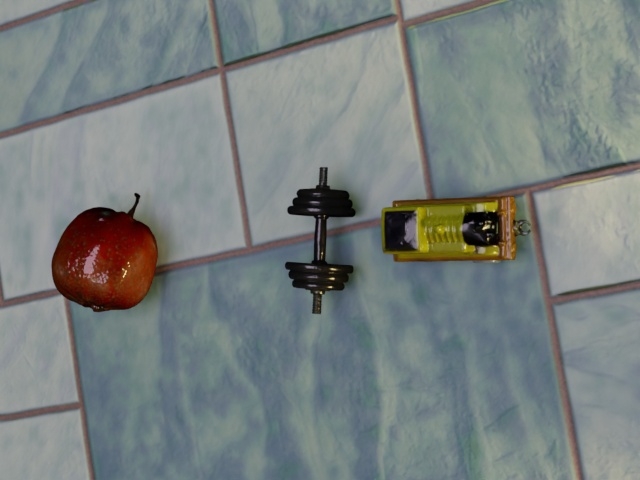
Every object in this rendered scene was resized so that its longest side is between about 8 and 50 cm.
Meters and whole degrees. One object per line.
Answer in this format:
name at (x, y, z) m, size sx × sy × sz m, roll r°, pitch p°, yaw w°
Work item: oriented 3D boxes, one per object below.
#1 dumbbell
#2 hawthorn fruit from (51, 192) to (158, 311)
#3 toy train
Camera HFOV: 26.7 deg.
dumbbell at (0.000, 0.000, 1.911) m, size 0.099 × 0.099 × 0.208 m, roll 2°, pitch 89°, yaw 28°
hawthorn fruit at (-0.322, 0.014, 2.066) m, size 0.157 × 0.157 × 0.194 m, roll 20°, pitch 81°, yaw 27°
toy train at (0.170, -0.014, 1.803) m, size 0.219 × 0.127 × 0.089 m, roll 0°, pitch 90°, yaw 29°
